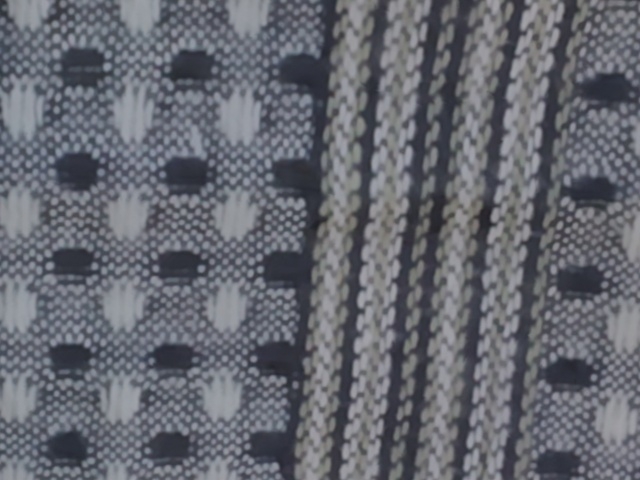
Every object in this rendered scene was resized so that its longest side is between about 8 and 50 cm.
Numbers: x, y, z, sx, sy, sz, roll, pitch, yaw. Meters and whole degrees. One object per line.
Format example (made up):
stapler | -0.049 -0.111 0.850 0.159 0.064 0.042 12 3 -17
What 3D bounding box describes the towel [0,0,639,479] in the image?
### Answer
towel | 0.000 0.000 0.327 0.056 0.324 0.312 -105 -159 -71
